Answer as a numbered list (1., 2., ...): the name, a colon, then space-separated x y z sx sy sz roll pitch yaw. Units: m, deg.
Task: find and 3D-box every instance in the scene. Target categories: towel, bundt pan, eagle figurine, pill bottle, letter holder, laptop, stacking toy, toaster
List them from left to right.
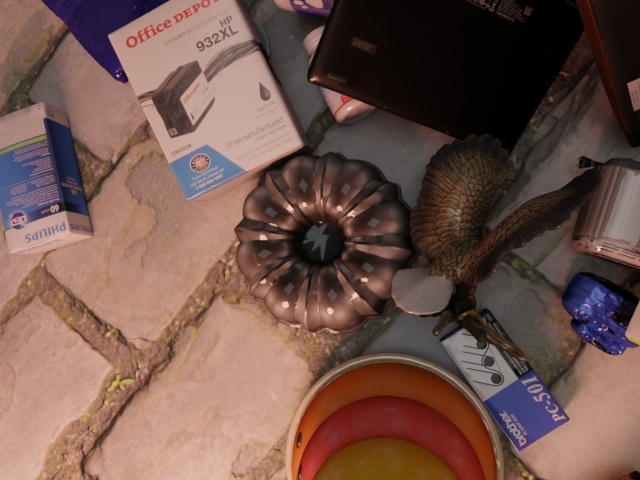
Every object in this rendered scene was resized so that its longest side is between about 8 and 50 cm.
1. towel: -0.407 -0.485 1.041 0.227 0.076 0.308 -44 80 10
2. bundt pan: 0.000 0.000 0.900 0.330 0.124 0.331 -1 85 10
3. pill bottle: 0.033 -0.291 0.937 0.087 0.087 0.160 -29 81 6
4. stacking toy: 0.083 0.340 0.674 0.350 0.480 0.351 -1 84 9
5. laptop: 0.208 -0.411 0.863 0.382 0.236 0.408 16 116 -19
6. eagle figurine: 0.247 -0.006 0.814 0.226 0.225 0.298 17 109 3
7. toaster: 0.490 -0.032 0.819 0.227 0.129 0.146 19 91 9
8. letter holder: 0.463 -0.326 0.770 0.152 0.302 0.214 -24 47 26

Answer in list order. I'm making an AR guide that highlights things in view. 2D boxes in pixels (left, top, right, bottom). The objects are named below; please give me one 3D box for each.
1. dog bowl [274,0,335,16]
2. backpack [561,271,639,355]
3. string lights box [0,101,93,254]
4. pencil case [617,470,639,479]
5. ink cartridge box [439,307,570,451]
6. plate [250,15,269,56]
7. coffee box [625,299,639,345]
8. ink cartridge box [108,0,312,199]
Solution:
1. dog bowl: 0.004 -0.509 0.872 0.104 0.265 0.265 14 87 9
2. backpack: 0.436 0.111 0.830 0.120 0.098 0.101 37 95 10
3. string lights box: -0.539 -0.115 1.022 0.133 0.077 0.260 -16 83 8
4. pencil case: 0.373 0.512 0.776 0.386 0.160 0.167 -43 51 4
5. ink cartridge box: 0.295 0.223 0.870 0.097 0.046 0.207 -35 81 6
6. plate: -0.185 -0.344 1.011 0.188 0.024 0.188 -1 86 9
7. coffee box: 0.656 0.068 0.615 0.337 0.338 0.334 24 90 -21
8. ink cartridge box: -0.184 -0.252 0.925 0.223 0.129 0.307 -25 91 8
